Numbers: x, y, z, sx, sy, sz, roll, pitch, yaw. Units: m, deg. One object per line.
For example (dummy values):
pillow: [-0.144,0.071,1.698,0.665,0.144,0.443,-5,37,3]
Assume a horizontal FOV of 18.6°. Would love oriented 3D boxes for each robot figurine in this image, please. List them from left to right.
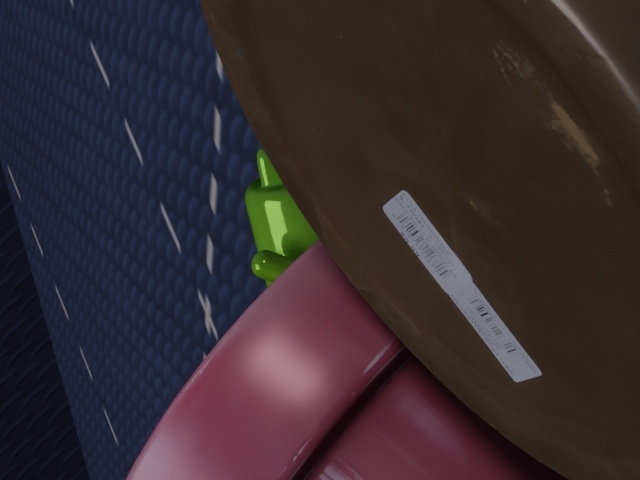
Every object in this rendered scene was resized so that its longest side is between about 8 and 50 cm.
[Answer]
robot figurine: [0.000,0.000,1.022,0.101,0.067,0.115,-65,-37,-71]

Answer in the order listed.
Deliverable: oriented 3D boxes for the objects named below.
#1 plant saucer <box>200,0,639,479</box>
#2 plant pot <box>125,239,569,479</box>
plant saucer: [0.050,-0.025,0.555,0.278,0.041,0.278,44,159,22]
plant pot: [0.047,0.114,0.743,0.180,0.201,0.201,38,153,17]
